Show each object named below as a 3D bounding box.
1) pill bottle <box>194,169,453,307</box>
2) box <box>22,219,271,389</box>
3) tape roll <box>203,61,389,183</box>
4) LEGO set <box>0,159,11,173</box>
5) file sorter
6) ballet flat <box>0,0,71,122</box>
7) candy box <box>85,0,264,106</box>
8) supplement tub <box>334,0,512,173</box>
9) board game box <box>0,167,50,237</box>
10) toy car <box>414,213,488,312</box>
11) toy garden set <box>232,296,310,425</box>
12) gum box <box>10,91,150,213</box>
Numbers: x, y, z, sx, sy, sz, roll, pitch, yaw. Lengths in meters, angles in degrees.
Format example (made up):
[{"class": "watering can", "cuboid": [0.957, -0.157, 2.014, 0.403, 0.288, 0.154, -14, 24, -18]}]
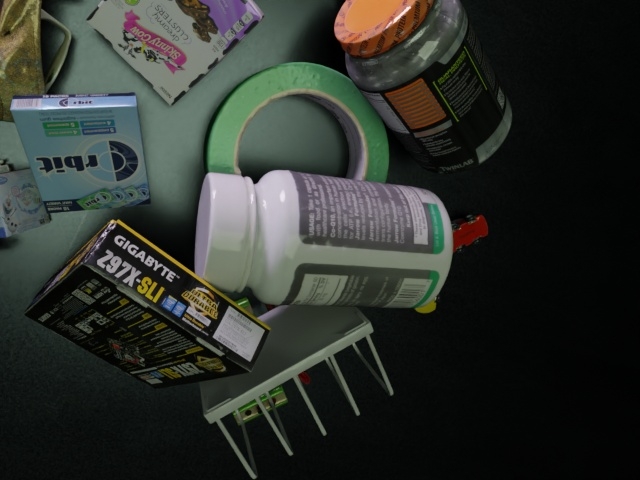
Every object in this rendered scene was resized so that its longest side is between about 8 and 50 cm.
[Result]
[{"class": "pill bottle", "cuboid": [0.000, 0.000, 0.755, 0.361, 0.204, 0.204, 5, 101, -20]}, {"class": "box", "cuboid": [-0.270, 0.119, 0.725, 0.257, 0.322, 0.079, 38, 51, -24]}, {"class": "tape roll", "cuboid": [-0.040, -0.142, 0.859, 0.321, 0.077, 0.321, -5, 105, -19]}, {"class": "LEGO set", "cuboid": [-0.504, -0.099, 0.679, 0.107, 0.132, 0.287, -17, 130, -20]}, {"class": "file sorter", "cuboid": [-0.043, 0.230, 0.836, 0.278, 0.193, 0.173, -28, 114, -9]}, {"class": "ballet flat", "cuboid": [-0.403, -0.335, 0.677, 0.123, 0.123, 0.348, 10, 99, -21]}, {"class": "candy box", "cuboid": [-0.210, -0.329, 0.721, 0.196, 0.070, 0.165, -37, 114, 18]}, {"class": "supplement tub", "cuboid": [0.171, -0.266, 0.793, 0.193, 0.194, 0.316, -52, 133, -1]}, {"class": "board game box", "cuboid": [-0.453, -0.059, 0.730, 0.020, 0.090, 0.090, -1, 105, 11]}, {"class": "toy car", "cuboid": [0.202, 0.004, 0.991, 0.225, 0.053, 0.239, 34, 90, -23]}, {"class": "toy garden set", "cuboid": [-0.103, 0.223, 0.940, 0.204, 0.049, 0.244, -23, 109, -13]}, {"class": "gum box", "cuboid": [-0.345, -0.127, 0.728, 0.157, 0.041, 0.184, -7, 138, -18]}]
